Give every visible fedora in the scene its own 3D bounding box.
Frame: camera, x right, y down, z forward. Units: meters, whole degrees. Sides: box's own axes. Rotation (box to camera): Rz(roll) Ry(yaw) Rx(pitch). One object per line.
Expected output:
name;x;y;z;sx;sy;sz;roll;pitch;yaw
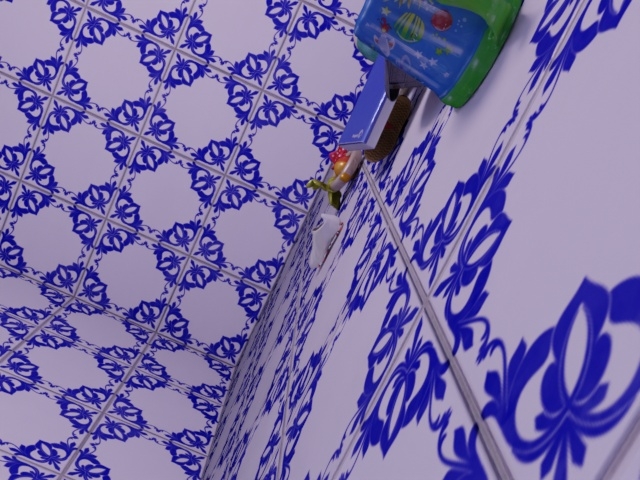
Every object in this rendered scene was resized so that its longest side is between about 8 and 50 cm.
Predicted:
fedora;0.209;-0.411;1.490;0.275;0.124;0.243;73;-153;-73

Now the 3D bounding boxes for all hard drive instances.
hard drive;0.151;-0.379;1.781;0.318;0.040;0.210;-66;17;-1

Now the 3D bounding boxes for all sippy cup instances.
sippy cup;0.185;-0.375;1.201;0.305;0.224;0.240;123;170;-55

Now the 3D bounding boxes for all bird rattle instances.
bird rattle;0.084;-0.235;2.415;0.253;0.143;0.207;-54;11;-26

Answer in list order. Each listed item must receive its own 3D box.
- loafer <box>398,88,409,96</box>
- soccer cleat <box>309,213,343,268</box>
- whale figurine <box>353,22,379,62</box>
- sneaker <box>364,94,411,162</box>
loafer;0.211;-0.444;2.006;0.268;0.102;0.092;51;-118;-85
soccer cleat;0.000;0.000;2.148;0.068;0.076;0.196;-74;10;-59
whale figurine;0.224;-0.630;2.062;0.272;0.216;0.141;-45;56;20
sneaker;0.174;-0.280;1.802;0.185;0.070;0.084;-57;-1;15
